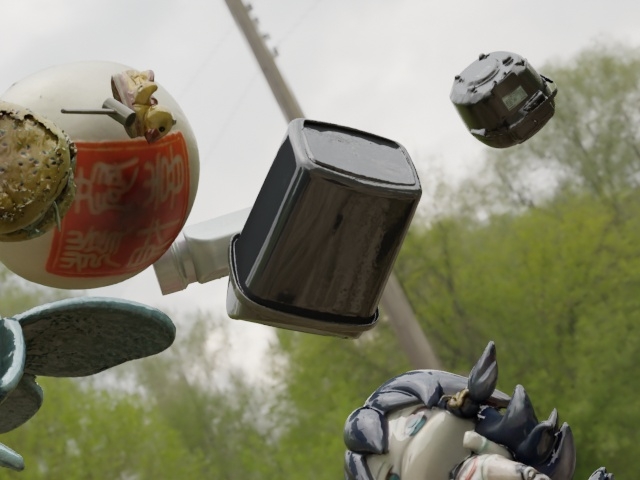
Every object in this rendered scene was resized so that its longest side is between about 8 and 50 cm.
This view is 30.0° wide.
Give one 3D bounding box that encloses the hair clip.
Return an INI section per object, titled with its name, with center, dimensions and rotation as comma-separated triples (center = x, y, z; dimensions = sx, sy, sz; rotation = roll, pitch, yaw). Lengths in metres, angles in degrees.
[hair clip]
center = -0.399, 0.150, 1.195
dimensions = 0.392, 0.238, 0.318
rotation = 32, -49, -21

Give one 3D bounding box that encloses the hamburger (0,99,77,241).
[hamburger]
center = -0.375, -0.081, 1.435
dimensions = 0.177, 0.185, 0.113
rotation = -41, -8, -14

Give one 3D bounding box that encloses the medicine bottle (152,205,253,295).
[medicine bottle]
center = -0.151, 0.005, 2.098
dimensions = 0.296, 0.111, 0.161
rotation = -16, 8, -11

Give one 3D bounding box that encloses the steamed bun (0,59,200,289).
[steamed bun]
center = -0.348, -0.090, 1.852
dimensions = 0.374, 0.241, 0.374
rotation = -19, -59, -34

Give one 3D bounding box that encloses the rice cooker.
[rice cooker]
center = 0.280, -0.219, 1.843
dimensions = 0.142, 0.118, 0.203
rotation = -42, 21, -4

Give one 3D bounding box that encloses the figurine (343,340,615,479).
[figurine]
center = 0.133, 0.210, 1.042
dimensions = 0.175, 0.265, 0.197
rotation = -44, -50, -11

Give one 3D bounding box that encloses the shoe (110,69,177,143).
[shoe]
center = -0.248, -0.194, 1.670
dimensions = 0.069, 0.109, 0.072
rotation = -21, -34, -22

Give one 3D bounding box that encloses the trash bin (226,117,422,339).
[trash bin]
center = 0.000, 0.000, 1.577
dimensions = 0.210, 0.182, 0.290
rotation = 12, -57, -17

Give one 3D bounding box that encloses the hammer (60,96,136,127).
[hammer]
center = -0.236, -0.136, 1.251
dimensions = 0.019, 0.035, 0.110
rotation = -62, -18, 15
